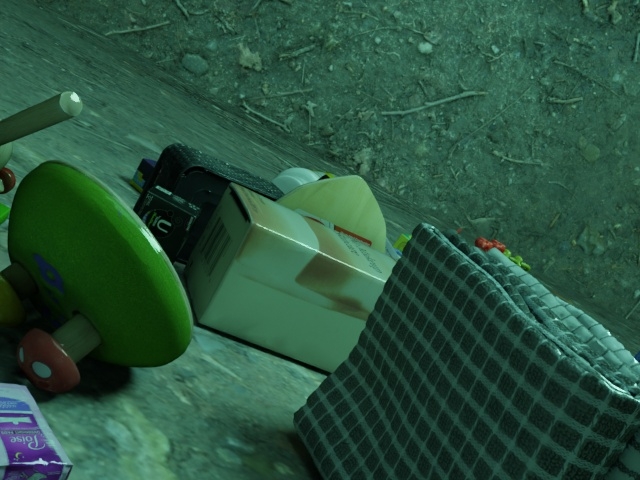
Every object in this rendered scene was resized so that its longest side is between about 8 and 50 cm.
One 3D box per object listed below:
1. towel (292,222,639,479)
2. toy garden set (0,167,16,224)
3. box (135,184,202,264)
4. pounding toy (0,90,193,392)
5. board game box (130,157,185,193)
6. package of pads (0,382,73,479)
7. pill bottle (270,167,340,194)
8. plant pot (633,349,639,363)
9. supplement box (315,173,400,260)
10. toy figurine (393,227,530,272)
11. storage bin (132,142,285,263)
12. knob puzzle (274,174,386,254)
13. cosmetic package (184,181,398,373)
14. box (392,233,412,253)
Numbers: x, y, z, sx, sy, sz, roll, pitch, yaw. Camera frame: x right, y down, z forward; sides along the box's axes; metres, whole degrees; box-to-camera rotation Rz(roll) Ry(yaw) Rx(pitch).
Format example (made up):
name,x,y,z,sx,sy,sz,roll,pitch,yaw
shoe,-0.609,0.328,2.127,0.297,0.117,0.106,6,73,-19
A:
name,x,y,z,sx,sy,sz,roll,pitch,yaw
towel,0.103,0.136,0.595,0.121,0.235,0.283,17,16,-27
toy garden set,-0.395,-0.060,0.680,0.244,0.049,0.204,27,14,-11
box,-0.181,-0.010,0.880,0.062,0.083,0.052,28,11,-6
pounding toy,-0.206,0.023,0.575,0.183,0.110,0.236,5,-53,46
board game box,-0.177,-0.057,1.181,0.141,0.048,0.170,39,15,33
package of pads,-0.187,0.117,0.463,0.050,0.032,0.083,13,20,-47
pill bottle,-0.024,-0.072,1.442,0.117,0.117,0.215,34,12,17
plant pot,0.426,0.253,0.899,0.212,0.236,0.236,39,13,14
supplement box,0.011,-0.003,1.166,0.073,0.130,0.239,55,-2,-28
toy figurine,0.156,0.042,1.254,0.217,0.191,0.363,31,10,32
storage bin,-0.130,-0.031,0.997,0.180,0.122,0.084,21,14,-35
knob puzzle,0.000,0.000,1.003,0.213,0.213,0.030,24,14,-28
cosmetic package,0.007,0.063,0.915,0.296,0.129,0.153,25,11,-25
box,0.154,0.042,1.416,0.043,0.105,0.179,41,15,20
